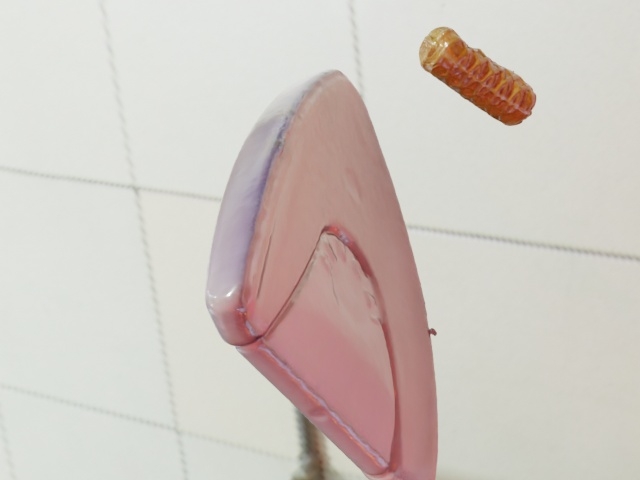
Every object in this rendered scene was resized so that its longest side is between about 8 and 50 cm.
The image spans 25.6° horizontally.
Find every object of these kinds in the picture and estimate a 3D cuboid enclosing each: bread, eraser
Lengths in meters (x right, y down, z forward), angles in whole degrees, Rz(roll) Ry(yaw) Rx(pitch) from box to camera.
[{"bbox_3d":[0.165,-0.170,1.474,0.157,0.044,0.052,30,123,-32],"label":"bread"},{"bbox_3d":[-0.001,0.001,0.795,0.059,0.243,0.204,-21,134,22],"label":"eraser"}]
